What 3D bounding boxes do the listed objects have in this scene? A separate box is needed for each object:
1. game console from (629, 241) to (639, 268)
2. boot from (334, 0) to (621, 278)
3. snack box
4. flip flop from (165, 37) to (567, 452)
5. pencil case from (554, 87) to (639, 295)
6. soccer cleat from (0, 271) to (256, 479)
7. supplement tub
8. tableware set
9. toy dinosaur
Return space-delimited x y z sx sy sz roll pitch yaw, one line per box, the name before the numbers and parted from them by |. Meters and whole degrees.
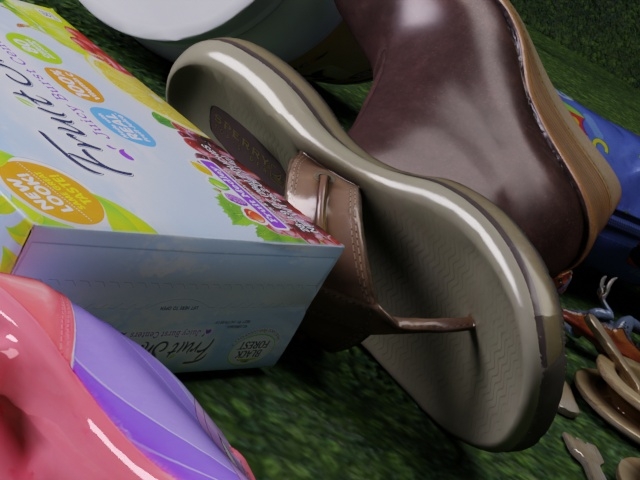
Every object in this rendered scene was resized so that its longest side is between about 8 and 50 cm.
game console | 0.256 0.038 0.826 0.085 0.124 0.144 35 15 -15
boot | 0.048 -0.070 0.747 0.248 0.090 0.207 49 43 14
snack box | -0.120 -0.032 0.518 0.207 0.070 0.174 39 18 30
flip flop | 0.000 0.000 0.595 0.080 0.112 0.277 -20 49 -35
pencil case | 0.192 -0.030 0.944 0.306 0.119 0.133 20 24 -29
soccer cleat | -0.026 0.087 0.323 0.248 0.083 0.095 37 13 32
supplement tub | -0.033 -0.233 0.975 0.228 0.228 0.316 36 18 19
tableware set | 0.186 0.104 0.684 0.128 0.039 0.194 27 17 -11
toy dinosaur | 0.174 0.050 0.809 0.082 0.047 0.090 17 22 -32
